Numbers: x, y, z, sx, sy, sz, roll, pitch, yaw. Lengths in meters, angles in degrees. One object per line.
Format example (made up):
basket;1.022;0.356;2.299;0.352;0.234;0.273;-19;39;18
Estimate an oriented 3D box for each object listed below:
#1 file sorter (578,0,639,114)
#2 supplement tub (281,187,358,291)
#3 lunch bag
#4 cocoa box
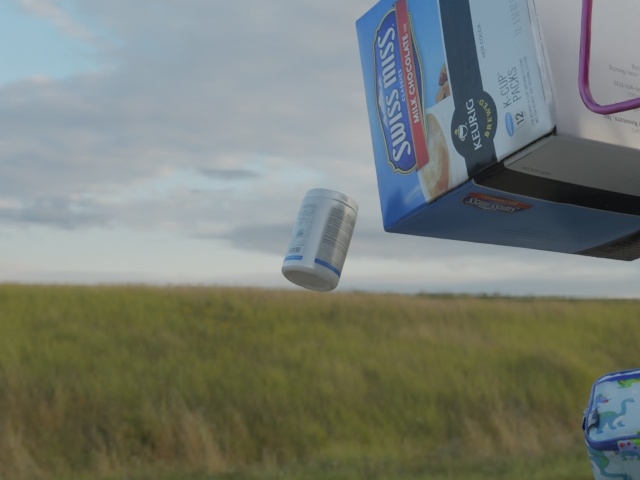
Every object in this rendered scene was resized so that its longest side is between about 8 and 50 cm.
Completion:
file sorter;0.353;-0.170;0.770;0.290;0.202;0.182;7;-5;-24
supplement tub;0.000;0.000;1.277;0.071;0.107;0.071;15;-21;6
lunch bag;0.423;0.212;1.265;0.219;0.090;0.176;-10;19;25
cocoa box;0.242;-0.129;1.014;0.347;0.231;0.228;6;-22;-33
